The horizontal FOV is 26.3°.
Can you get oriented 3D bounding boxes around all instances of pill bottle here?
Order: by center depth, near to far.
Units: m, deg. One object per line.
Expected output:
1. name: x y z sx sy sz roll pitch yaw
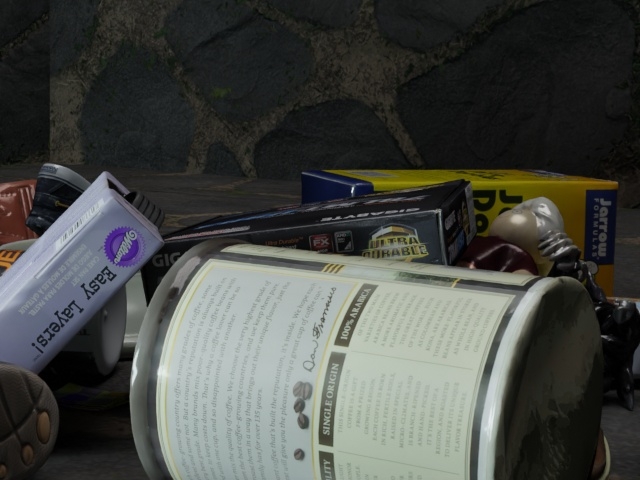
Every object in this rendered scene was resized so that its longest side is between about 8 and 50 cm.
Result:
1. pill bottle: -0.336 0.074 1.431 0.246 0.130 0.130 1 8 6

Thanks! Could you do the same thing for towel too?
1. towel: -0.226 0.151 1.324 0.083 0.009 0.060 5 10 27

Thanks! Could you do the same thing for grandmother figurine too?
1. grandmother figurine: 0.154 0.042 1.518 0.342 0.104 0.208 -29 30 -36

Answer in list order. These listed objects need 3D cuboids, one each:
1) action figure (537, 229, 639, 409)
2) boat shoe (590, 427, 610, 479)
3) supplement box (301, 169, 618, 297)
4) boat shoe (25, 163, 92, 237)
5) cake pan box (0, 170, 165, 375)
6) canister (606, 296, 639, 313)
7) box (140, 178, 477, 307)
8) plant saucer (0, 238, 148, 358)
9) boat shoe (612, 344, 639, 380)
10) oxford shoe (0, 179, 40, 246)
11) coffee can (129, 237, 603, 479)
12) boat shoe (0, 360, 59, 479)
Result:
1. action figure: 0.223 0.088 1.341 0.276 0.164 0.141 -5 -28 -11
2. boat shoe: 0.173 0.121 1.132 0.095 0.095 0.257 -9 21 -3
3. supplement box: 0.169 0.013 1.724 0.357 0.194 0.195 -2 8 -20
4. boat shoe: -0.291 -0.022 1.684 0.065 0.083 0.183 8 -17 36
5. cake pan box: -0.253 0.052 1.236 0.070 0.267 0.246 44 -3 -15
6. canister: 0.312 0.101 1.561 0.170 0.073 0.126 3 7 -1
7. box: 0.000 0.000 1.389 0.296 0.073 0.293 -7 4 13
8. plant saucer: -0.291 0.058 1.675 0.401 0.100 0.400 1 8 0
9. boat shoe: 0.275 0.115 1.458 0.229 0.080 0.076 -3 -9 -7
10. oxford shoe: -0.446 0.000 1.949 0.397 0.140 0.146 15 -40 -35
11. coffee can: 0.035 0.110 0.964 0.275 0.201 0.201 6 9 30
12. boat shoe: -0.365 0.143 1.021 0.325 0.123 0.116 5 -1 -25
